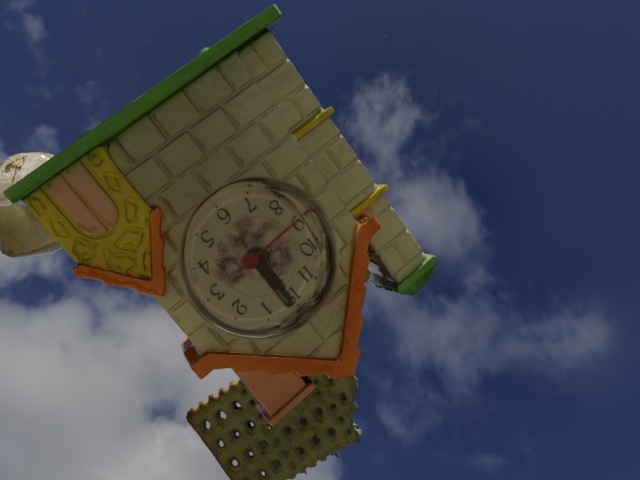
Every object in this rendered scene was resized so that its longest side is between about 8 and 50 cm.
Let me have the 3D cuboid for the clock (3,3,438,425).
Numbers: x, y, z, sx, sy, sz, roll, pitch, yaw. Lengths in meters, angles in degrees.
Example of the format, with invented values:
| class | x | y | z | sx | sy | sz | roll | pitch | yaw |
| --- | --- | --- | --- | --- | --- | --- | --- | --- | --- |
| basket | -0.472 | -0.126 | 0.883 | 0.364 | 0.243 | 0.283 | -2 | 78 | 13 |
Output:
| class | x | y | z | sx | sy | sz | roll | pitch | yaw |
| --- | --- | --- | --- | --- | --- | --- | --- | --- | --- |
| clock | -0.054 | -0.002 | 0.469 | 0.220 | 0.106 | 0.255 | -40 | -77 | -12 |

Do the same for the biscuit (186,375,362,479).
| class | x | y | z | sx | sy | sz | roll | pitch | yaw |
| --- | --- | --- | --- | --- | --- | --- | --- | --- | --- |
| biscuit | -0.039 | 0.203 | 0.699 | 0.203 | 0.016 | 0.144 | -31 | -86 | 7 |

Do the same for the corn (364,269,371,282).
| class | x | y | z | sx | sy | sz | roll | pitch | yaw |
| --- | --- | --- | --- | --- | --- | --- | --- | --- | --- |
| corn | 0.000 | 0.000 | 0.960 | 0.080 | 0.080 | 0.238 | -36 | -53 | 16 |

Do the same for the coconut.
| class | x | y | z | sx | sy | sz | roll | pitch | yaw |
| --- | --- | --- | --- | --- | --- | --- | --- | --- | --- |
| coconut | -0.489 | -0.054 | 1.033 | 0.171 | 0.183 | 0.171 | 9 | -39 | 8 |
